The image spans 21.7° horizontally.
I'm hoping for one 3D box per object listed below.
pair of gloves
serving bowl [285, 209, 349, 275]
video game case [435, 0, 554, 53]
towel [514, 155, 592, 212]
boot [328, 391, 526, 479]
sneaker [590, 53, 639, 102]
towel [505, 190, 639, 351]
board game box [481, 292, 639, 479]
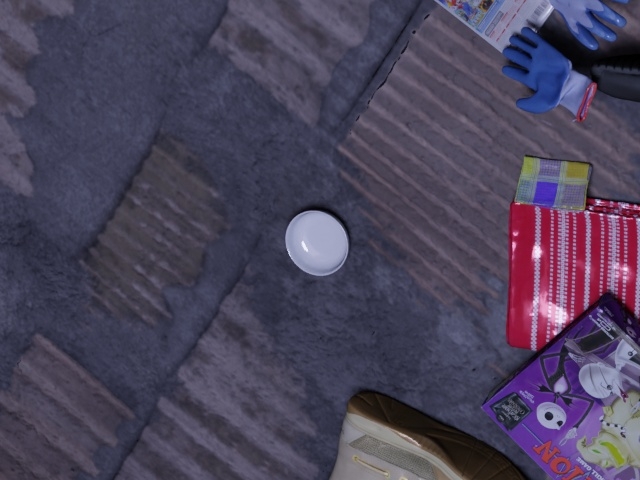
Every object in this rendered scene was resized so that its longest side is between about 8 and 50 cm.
[{"bbox_3d":[0.262,-0.221,1.805,0.159,0.023,0.198,45,129,47],"label":"pair of gloves"},{"bbox_3d":[0.000,0.000,2.048,0.083,0.027,0.083,7,109,21],"label":"serving bowl"},{"bbox_3d":[0.197,-0.271,1.881,0.122,0.011,0.087,39,119,8],"label":"video game case"},{"bbox_3d":[0.266,-0.065,1.902,0.083,0.009,0.060,9,76,21],"label":"towel"},{"bbox_3d":[0.121,0.330,2.064,0.262,0.095,0.203,27,115,16],"label":"boot"},{"bbox_3d":[0.437,-0.112,1.764,0.330,0.122,0.146,15,110,19],"label":"sneaker"},{"bbox_3d":[0.346,0.053,1.912,0.275,0.031,0.199,9,111,21],"label":"towel"},{"bbox_3d":[0.379,0.248,1.935,0.347,0.056,0.208,44,125,0],"label":"board game box"}]
